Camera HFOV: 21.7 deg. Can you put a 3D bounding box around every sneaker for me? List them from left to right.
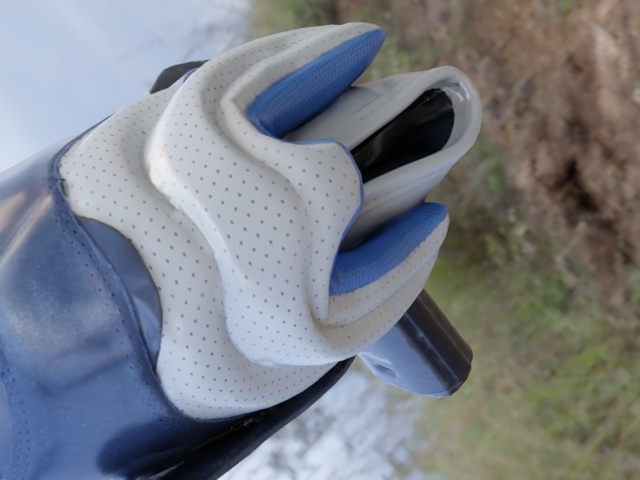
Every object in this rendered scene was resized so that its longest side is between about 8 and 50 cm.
[{"bbox_3d":[-0.036,0.012,0.617,0.130,0.236,0.323,65,-167,2],"label":"sneaker"}]

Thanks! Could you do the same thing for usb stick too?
[{"bbox_3d":[0.000,0.000,0.920,0.077,0.045,0.278,7,149,40],"label":"usb stick"}]
